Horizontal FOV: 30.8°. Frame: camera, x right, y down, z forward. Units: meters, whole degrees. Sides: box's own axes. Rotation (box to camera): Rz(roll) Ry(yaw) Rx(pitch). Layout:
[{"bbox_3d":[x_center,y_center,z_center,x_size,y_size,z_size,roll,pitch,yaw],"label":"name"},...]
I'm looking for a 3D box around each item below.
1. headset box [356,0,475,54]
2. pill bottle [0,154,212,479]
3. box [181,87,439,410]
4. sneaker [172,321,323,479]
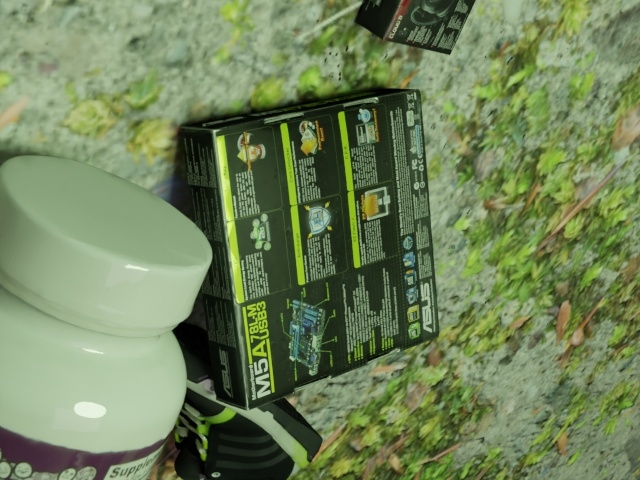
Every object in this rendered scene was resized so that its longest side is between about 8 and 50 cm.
[{"bbox_3d":[0.067,-0.166,0.797,0.083,0.032,0.062,2,120,-45],"label":"headset box"},{"bbox_3d":[-0.180,0.110,0.672,0.169,0.169,0.301,7,116,-48],"label":"pill bottle"},{"bbox_3d":[0.000,0.000,0.805,0.184,0.045,0.190,-16,107,-35],"label":"box"},{"bbox_3d":[-0.074,0.147,0.883,0.097,0.084,0.234,-44,142,-3],"label":"sneaker"}]
